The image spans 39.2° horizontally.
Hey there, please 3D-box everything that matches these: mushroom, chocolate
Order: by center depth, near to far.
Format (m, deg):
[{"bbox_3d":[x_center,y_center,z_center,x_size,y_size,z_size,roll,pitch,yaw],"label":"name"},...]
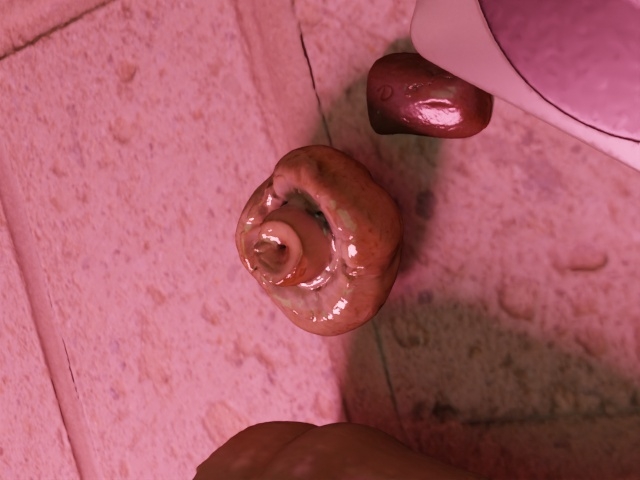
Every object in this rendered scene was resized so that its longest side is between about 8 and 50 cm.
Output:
[{"bbox_3d":[0.075,-0.103,0.660,0.101,0.031,0.064,12,114,32],"label":"chocolate"},{"bbox_3d":[0.000,0.000,0.691,0.148,0.112,0.148,3,95,35],"label":"mushroom"}]

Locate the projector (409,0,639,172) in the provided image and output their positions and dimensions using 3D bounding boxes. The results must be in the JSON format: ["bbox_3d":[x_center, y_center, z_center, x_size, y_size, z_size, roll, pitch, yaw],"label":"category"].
[{"bbox_3d":[0.200,-0.171,0.500,0.259,0.079,0.257,34,133,20],"label":"projector"}]

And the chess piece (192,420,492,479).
[{"bbox_3d":[0.131,0.238,0.589,0.442,0.234,0.234,-5,99,33],"label":"chess piece"}]
